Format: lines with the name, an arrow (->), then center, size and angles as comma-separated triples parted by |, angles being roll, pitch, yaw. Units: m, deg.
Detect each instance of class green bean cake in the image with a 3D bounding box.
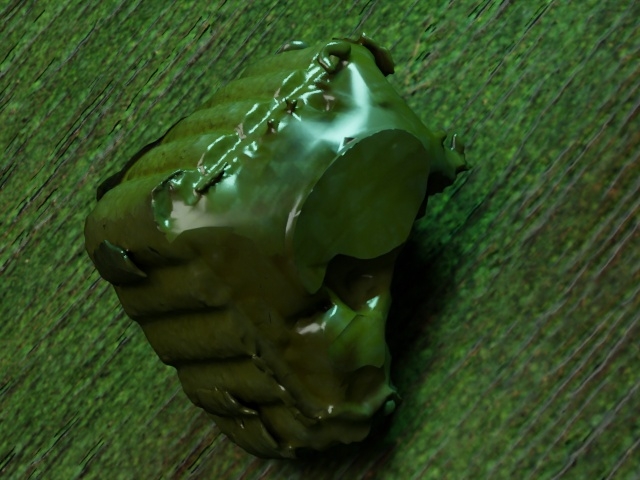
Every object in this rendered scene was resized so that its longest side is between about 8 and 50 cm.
green bean cake -> 0.000, 0.000, 1.377 | 0.310, 0.285, 0.202 | -46, 18, -26
